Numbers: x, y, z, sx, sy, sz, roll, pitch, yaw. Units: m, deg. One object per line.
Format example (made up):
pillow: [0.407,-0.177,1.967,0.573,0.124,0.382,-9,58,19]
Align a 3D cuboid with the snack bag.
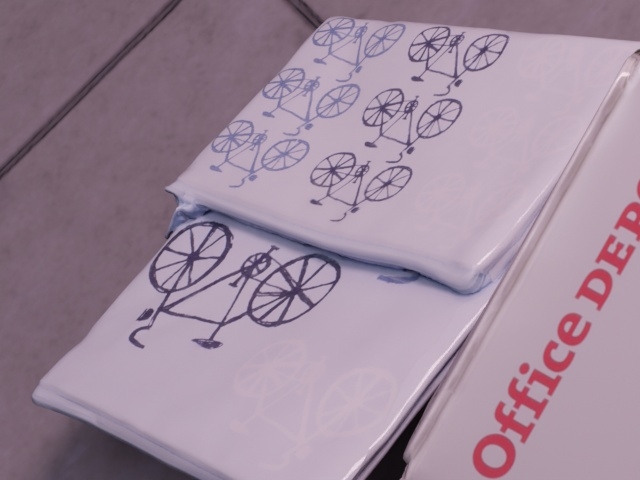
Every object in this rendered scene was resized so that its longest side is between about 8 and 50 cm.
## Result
snack bag: [0.000,0.000,1.091,0.342,0.037,0.323,-50,33,-17]

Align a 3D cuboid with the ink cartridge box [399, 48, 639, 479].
ink cartridge box: [0.223,0.077,0.859,0.306,0.131,0.226,30,100,5]
